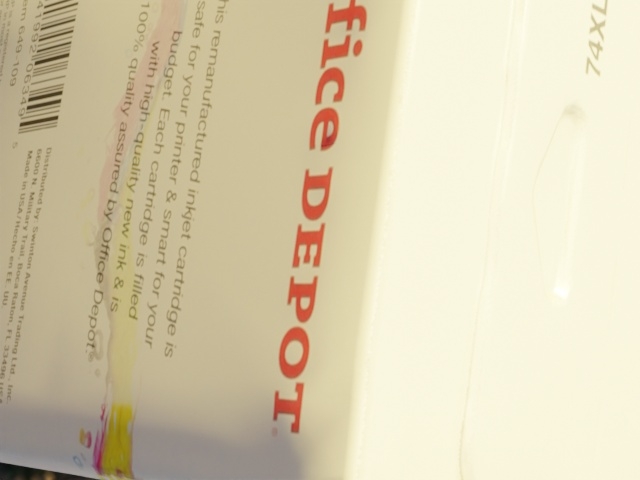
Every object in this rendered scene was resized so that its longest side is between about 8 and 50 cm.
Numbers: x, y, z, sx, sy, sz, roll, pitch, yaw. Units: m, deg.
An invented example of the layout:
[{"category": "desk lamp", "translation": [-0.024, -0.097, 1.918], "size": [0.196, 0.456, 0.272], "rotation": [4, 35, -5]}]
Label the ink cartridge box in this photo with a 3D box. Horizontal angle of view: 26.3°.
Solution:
[{"category": "ink cartridge box", "translation": [0.000, 0.000, 0.518], "size": [0.197, 0.198, 0.270], "rotation": [16, 168, -41]}]
